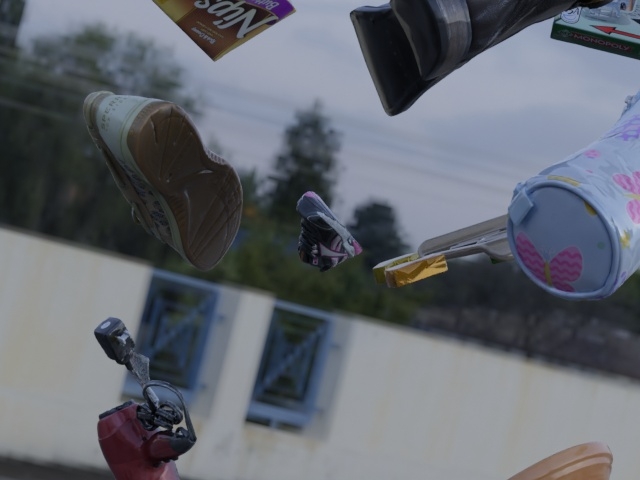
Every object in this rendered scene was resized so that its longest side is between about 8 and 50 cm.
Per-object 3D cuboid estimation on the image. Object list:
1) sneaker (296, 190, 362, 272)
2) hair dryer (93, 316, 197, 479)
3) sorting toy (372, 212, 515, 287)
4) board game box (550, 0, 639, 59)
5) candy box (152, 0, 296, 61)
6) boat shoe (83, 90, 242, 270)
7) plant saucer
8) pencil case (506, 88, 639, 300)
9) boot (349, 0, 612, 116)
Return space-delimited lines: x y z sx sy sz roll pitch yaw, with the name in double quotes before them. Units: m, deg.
"sneaker" 0.000 0.000 2.471 0.072 0.077 0.178 49 -1 32
"hair dryer" -0.211 0.257 2.158 0.080 0.293 0.223 -23 36 -17
"sorting toy" 0.197 0.007 1.964 0.307 0.041 0.229 -18 5 -17
"board game box" 0.456 -0.305 2.136 0.317 0.213 0.046 15 -19 7
"candy box" -0.115 -0.269 1.830 0.109 0.053 0.186 -30 -33 10
"boat shoe" -0.159 -0.067 1.860 0.089 0.104 0.285 24 -23 27
"plant saucer" 0.200 0.264 1.708 0.037 0.200 0.200 59 18 23
"pencil case" 0.276 -0.051 1.581 0.273 0.124 0.113 -36 1 -45
"boot" 0.156 -0.183 1.382 0.229 0.091 0.263 -21 3 -15
